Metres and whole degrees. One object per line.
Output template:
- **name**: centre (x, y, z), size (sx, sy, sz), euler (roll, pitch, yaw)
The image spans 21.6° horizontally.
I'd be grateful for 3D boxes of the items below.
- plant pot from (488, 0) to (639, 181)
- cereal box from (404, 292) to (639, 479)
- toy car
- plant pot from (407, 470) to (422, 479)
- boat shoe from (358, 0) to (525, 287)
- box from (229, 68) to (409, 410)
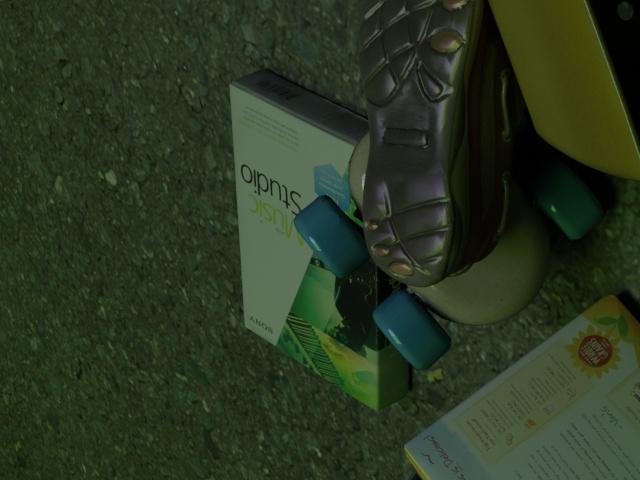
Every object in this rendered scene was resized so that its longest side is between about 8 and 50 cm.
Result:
- **plant pot**: centre (0.244, -0.170, 1.255), size (0.187, 0.212, 0.212), euler (-5, 108, 68)
- **cereal box**: centre (0.218, 0.183, 1.483), size (0.173, 0.240, 0.047), euler (53, 172, 17)
- **toy car**: centre (0.115, -0.024, 1.569), size (0.210, 0.219, 0.238), euler (49, -177, -2)
- **plant pot**: centre (0.191, 0.348, 1.630), size (0.252, 0.247, 0.248), euler (43, 146, -5)
- **boat shoe**: centre (0.108, -0.127, 1.391), size (0.123, 0.116, 0.324), euler (16, 104, 42)
- **box**: centre (0.000, 0.000, 1.813), size (0.232, 0.058, 0.322), euler (29, 134, 41)
